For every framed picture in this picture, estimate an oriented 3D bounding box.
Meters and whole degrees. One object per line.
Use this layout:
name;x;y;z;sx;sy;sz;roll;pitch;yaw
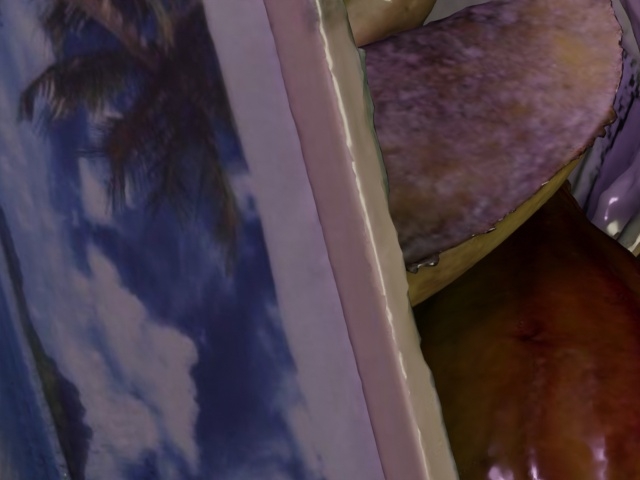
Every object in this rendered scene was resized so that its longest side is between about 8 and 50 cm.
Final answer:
framed picture;-0.062;0.051;0.510;0.024;0.232;0.315;-28;108;-52

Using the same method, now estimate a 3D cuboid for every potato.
potato;0.002;0.001;0.607;0.261;0.120;0.100;-19;143;-18

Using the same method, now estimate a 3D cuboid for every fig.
fig;0.076;0.045;0.676;0.217;0.217;0.321;19;57;-39

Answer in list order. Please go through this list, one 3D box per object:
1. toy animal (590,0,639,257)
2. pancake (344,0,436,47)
toy animal;0.191;-0.080;0.798;0.284;0.225;0.302;43;74;-11
pancake;-0.053;-0.115;0.585;0.236;0.042;0.222;25;106;-44
